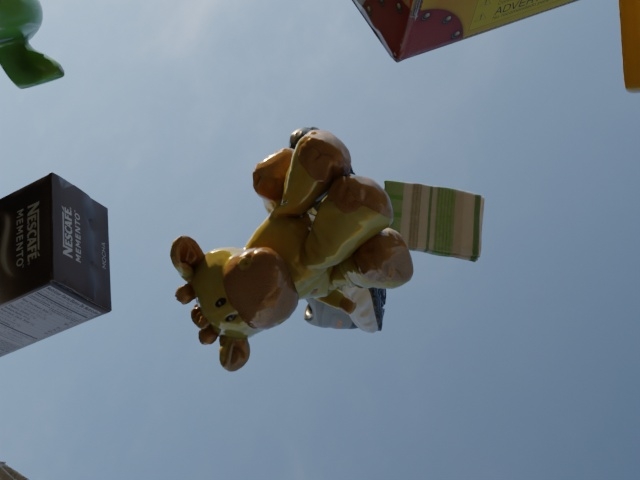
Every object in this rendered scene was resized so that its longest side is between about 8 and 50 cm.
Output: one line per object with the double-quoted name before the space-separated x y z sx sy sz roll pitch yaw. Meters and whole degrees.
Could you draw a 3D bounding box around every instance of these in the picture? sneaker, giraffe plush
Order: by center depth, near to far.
"giraffe plush" -0.045 0.022 0.926 0.181 0.170 0.210 52 -34 8
"sneaker" 0.000 0.000 1.105 0.108 0.272 0.100 -6 -144 12

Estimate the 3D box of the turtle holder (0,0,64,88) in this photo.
"turtle holder" -0.347 -0.194 0.720 0.320 0.243 0.227 4 -69 61

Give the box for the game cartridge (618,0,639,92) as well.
"game cartridge" 0.473 -0.312 1.038 0.323 0.052 0.285 -4 -90 19

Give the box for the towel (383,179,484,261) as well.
"towel" 0.162 -0.029 1.468 0.152 0.023 0.113 9 -118 0

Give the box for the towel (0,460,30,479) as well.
"towel" -0.393 0.395 1.117 0.282 0.187 0.049 -53 180 -34

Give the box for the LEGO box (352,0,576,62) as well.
"LEGO box" 0.249 -0.389 0.752 0.500 0.372 0.193 -21 -117 -18

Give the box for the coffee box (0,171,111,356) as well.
"coffee box" -0.434 0.053 1.347 0.297 0.119 0.168 -23 -124 21
